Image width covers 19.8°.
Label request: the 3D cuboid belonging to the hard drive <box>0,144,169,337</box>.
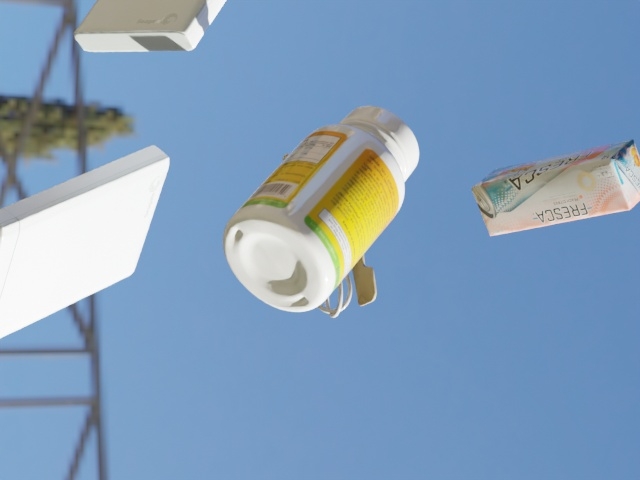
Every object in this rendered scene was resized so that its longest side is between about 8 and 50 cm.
[{"bbox_3d":[-0.372,0.010,2.647,0.047,0.353,0.233,36,-54,20],"label":"hard drive"}]

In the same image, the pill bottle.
[{"bbox_3d":[0.010,-0.044,2.049,0.136,0.245,0.136,21,-44,22],"label":"pill bottle"}]

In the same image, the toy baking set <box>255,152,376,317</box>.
[{"bbox_3d":[0.001,-0.007,2.374,0.256,0.030,0.196,15,-87,45],"label":"toy baking set"}]

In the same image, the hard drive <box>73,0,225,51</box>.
[{"bbox_3d":[-0.188,-0.382,2.541,0.203,0.040,0.307,4,-130,36],"label":"hard drive"}]

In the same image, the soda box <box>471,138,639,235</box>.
[{"bbox_3d":[0.257,-0.056,1.962,0.183,0.058,0.063,-12,-74,40],"label":"soda box"}]
